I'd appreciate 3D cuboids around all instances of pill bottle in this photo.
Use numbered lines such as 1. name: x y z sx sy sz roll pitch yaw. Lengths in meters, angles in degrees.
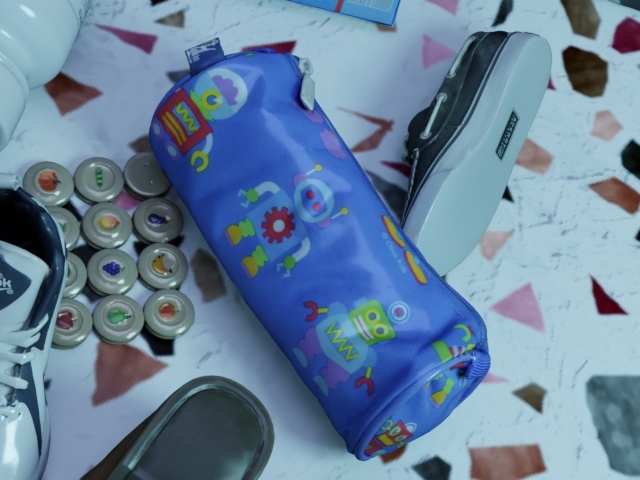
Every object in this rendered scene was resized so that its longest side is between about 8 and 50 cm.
1. pill bottle: -0.231 -0.180 1.377 0.131 0.131 0.229 20 61 -3

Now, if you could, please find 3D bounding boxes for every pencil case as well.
1. pencil case: 0.000 0.000 1.344 0.133 0.119 0.306 -39 74 17

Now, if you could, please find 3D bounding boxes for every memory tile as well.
1. memory tile: -0.151 0.006 1.371 0.113 0.012 0.148 -4 65 -15

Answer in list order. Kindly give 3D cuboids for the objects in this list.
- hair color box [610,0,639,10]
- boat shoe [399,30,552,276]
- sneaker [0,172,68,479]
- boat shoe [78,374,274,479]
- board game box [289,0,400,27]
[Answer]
1. hair color box: 0.251 -0.283 1.509 0.374 0.185 0.114 19 62 -3
2. boat shoe: 0.101 -0.066 1.438 0.070 0.078 0.219 12 59 33
3. sneaker: -0.216 0.062 1.240 0.094 0.153 0.235 11 64 5
4. boat shoe: -0.147 0.218 1.219 0.111 0.104 0.307 48 62 2
5. board game box: -0.025 -0.259 1.449 0.211 0.160 0.039 12 37 -8
